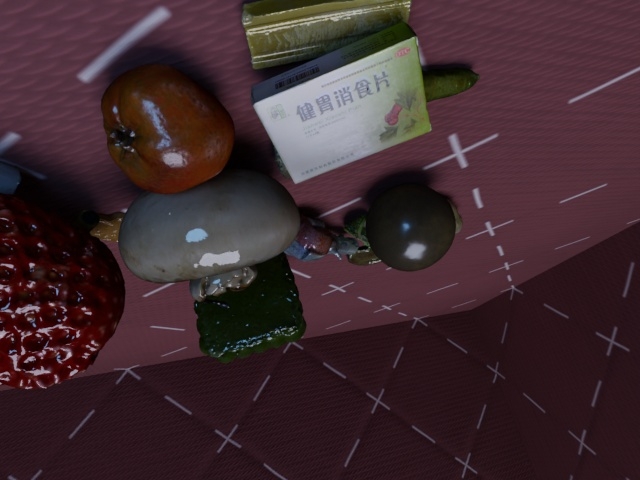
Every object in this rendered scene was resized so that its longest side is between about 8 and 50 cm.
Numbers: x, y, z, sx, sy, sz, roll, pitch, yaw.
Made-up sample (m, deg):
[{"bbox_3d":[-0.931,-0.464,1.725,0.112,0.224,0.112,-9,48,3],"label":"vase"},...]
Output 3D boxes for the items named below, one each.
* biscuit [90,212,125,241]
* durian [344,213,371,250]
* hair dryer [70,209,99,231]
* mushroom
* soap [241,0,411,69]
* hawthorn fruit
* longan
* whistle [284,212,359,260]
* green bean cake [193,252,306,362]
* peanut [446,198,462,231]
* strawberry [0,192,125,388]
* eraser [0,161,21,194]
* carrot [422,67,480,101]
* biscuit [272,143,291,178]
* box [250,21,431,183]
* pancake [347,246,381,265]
[{"bbox_3d":[-0.509,-0.032,0.980,0.118,0.023,0.140,-27,152,29],"label":"biscuit"},{"bbox_3d":[0.128,-0.020,1.267,0.086,0.100,0.215,-21,164,17],"label":"durian"},{"bbox_3d":[-0.597,0.005,0.924,0.279,0.090,0.135,-31,144,31],"label":"hair dryer"},{"bbox_3d":[-0.214,0.006,0.844,0.363,0.294,0.362,-11,-174,1],"label":"mushroom"},{"bbox_3d":[0.012,-0.324,0.609,0.253,0.036,0.092,-12,155,-5],"label":"soap"},{"bbox_3d":[-0.225,-0.177,0.662,0.197,0.196,0.226,-34,174,38],"label":"hawthorn fruit"},{"bbox_3d":[0.242,-0.032,1.123,0.259,0.257,0.258,-12,156,-5],"label":"longan"},{"bbox_3d":[0.001,0.000,1.199,0.142,0.133,0.346,25,-170,37],"label":"whistle"},{"bbox_3d":[-0.231,0.203,1.287,0.336,0.318,0.218,-13,157,-2],"label":"green bean cake"},{"bbox_3d":[0.398,-0.076,1.309,0.099,0.090,0.214,-13,156,23],"label":"peanut"},{"bbox_3d":[-0.515,0.068,0.726,0.296,0.317,0.344,16,137,6],"label":"strawberry"},{"bbox_3d":[-0.659,-0.108,0.660,0.174,0.081,0.227,-28,152,20],"label":"eraser"},{"bbox_3d":[0.130,-0.270,0.754,0.360,0.074,0.074,-13,156,-7],"label":"carrot"},{"bbox_3d":[-0.015,-0.188,0.859,0.169,0.070,0.082,-16,163,-5],"label":"biscuit"},{"bbox_3d":[0.040,-0.216,0.674,0.261,0.062,0.175,-19,138,8],"label":"box"},{"bbox_3d":[0.231,0.024,1.506,0.289,0.033,0.286,-20,156,14],"label":"pancake"}]
